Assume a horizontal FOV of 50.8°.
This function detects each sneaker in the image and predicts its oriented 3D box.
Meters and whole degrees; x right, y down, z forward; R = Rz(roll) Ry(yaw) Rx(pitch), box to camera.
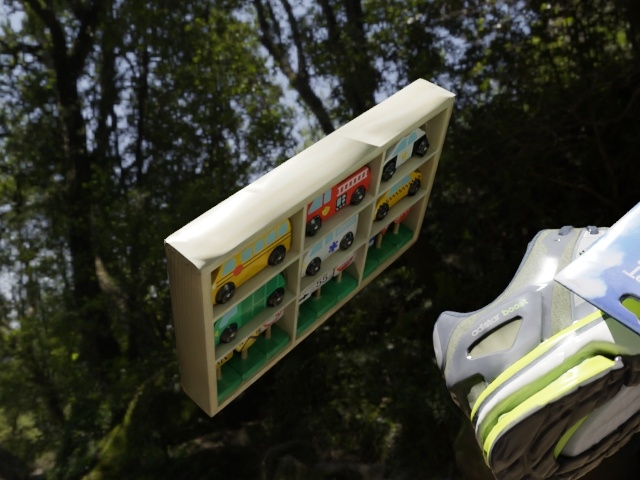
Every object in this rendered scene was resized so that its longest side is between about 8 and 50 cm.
[{"bbox_3d":[0.199,0.023,0.418,0.300,0.111,0.121,-28,43,-11],"label":"sneaker"}]

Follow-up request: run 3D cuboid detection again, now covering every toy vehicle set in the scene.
[{"bbox_3d":[0.000,0.000,0.524,0.035,0.166,0.267,35,52,25],"label":"toy vehicle set"}]

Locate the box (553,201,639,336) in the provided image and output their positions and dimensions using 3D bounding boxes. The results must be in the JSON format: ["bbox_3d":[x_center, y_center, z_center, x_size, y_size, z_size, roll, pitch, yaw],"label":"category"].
[{"bbox_3d":[0.219,-0.002,0.330,0.178,0.042,0.109,-40,41,-7],"label":"box"}]
